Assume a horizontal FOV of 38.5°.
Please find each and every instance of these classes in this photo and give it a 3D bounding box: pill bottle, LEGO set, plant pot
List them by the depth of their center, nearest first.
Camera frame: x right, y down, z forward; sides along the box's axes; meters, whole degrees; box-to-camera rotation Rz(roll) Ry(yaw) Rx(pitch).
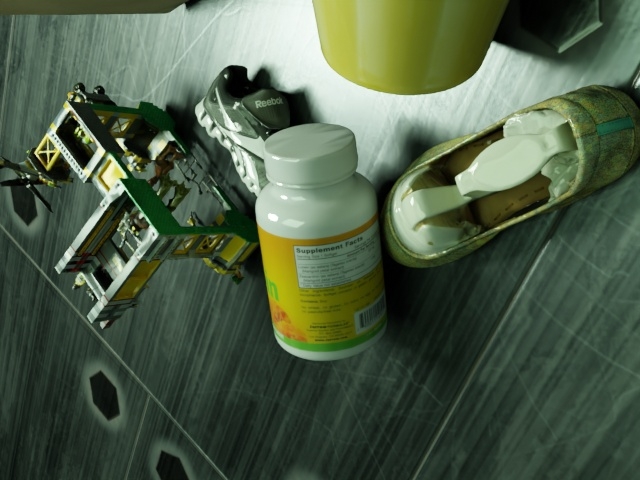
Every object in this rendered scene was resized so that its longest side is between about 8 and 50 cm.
[{"bbox_3d":[0.085,-0.274,0.830,0.254,0.254,0.239,35,141,31],"label":"plant pot"},{"bbox_3d":[0.000,0.000,1.036,0.136,0.136,0.246,19,127,39],"label":"pill bottle"},{"bbox_3d":[-0.262,-0.030,1.231,0.331,0.255,0.192,47,115,13],"label":"LEGO set"}]

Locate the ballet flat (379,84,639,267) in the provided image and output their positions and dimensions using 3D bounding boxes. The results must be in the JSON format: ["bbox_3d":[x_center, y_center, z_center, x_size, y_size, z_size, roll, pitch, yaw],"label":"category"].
[{"bbox_3d":[0.152,-0.052,0.915,0.348,0.123,0.123,-27,84,46],"label":"ballet flat"}]

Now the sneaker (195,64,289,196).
[{"bbox_3d":[-0.069,-0.130,1.131,0.234,0.078,0.106,49,134,24],"label":"sneaker"}]

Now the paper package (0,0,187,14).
[{"bbox_3d":[-0.214,-0.380,1.023,0.325,0.309,0.168,-13,90,45],"label":"paper package"}]
